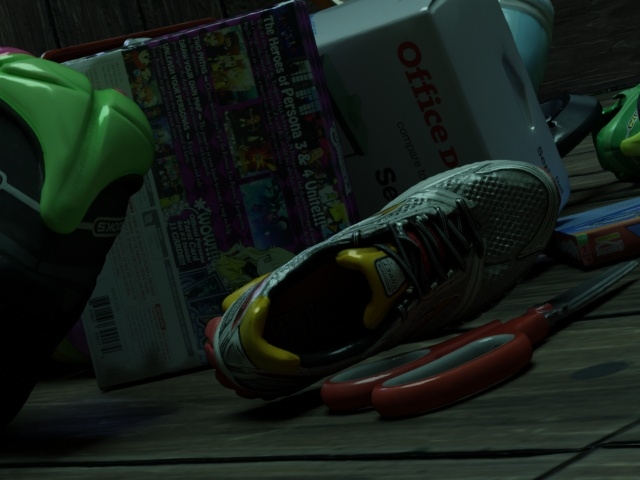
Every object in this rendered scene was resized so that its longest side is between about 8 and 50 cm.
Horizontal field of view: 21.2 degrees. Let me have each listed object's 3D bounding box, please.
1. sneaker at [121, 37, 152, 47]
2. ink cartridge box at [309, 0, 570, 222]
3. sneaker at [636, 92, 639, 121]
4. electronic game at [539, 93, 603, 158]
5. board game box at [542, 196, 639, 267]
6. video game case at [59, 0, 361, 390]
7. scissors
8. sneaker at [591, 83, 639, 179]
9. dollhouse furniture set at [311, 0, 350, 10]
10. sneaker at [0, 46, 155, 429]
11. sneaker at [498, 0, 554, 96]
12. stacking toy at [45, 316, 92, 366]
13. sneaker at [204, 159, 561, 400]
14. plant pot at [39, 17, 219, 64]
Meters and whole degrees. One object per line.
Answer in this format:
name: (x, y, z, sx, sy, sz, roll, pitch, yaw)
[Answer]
sneaker: (-0.094, -0.060, 1.470, 0.129, 0.297, 0.111, -2, 49, 21)
ink cartridge box: (0.019, -0.065, 1.292, 0.278, 0.201, 0.117, -15, 18, 29)
sneaker: (0.357, -0.102, 1.357, 0.300, 0.111, 0.121, -8, -26, -35)
electronic game: (0.181, -0.075, 1.710, 0.229, 0.048, 0.229, -33, 9, 6)
board game box: (0.308, -0.032, 1.258, 0.281, 0.027, 0.145, -15, 3, -3)
video game case: (-0.083, -0.030, 1.194, 0.210, 0.232, 0.042, -14, 3, 14)
scissors: (0.124, 0.049, 0.967, 0.297, 0.021, 0.109, -17, 3, -39)
sneaker: (0.339, -0.127, 1.744, 0.123, 0.109, 0.295, -10, 6, 20)
dollhouse furniture set: (0.028, -0.098, 1.543, 0.135, 0.262, 0.259, -18, 45, -31)
sneaker: (-0.285, 0.043, 1.153, 0.185, 0.202, 0.483, 25, -34, -21)
sneaker: (0.086, -0.106, 1.670, 0.135, 0.150, 0.366, 26, -38, -16)
stacking toy: (-0.172, 0.039, 1.344, 0.165, 0.175, 0.301, -13, 17, -37)
sneaker: (0.045, 0.024, 0.974, 0.225, 0.088, 0.093, -31, -1, -14)
plant pot: (-0.218, -0.057, 1.870, 0.235, 0.267, 0.267, -27, -5, 43)
